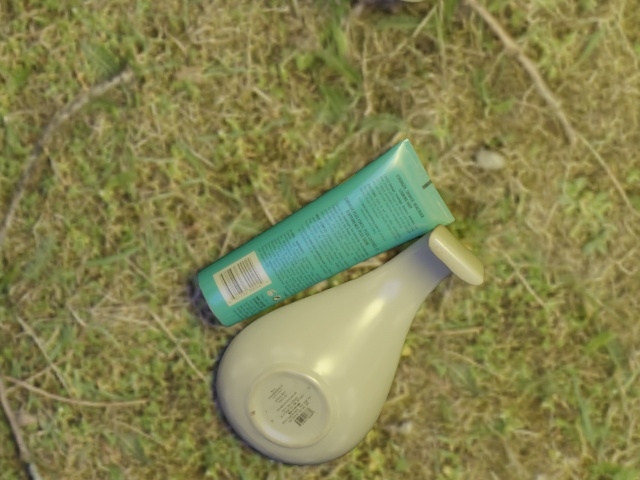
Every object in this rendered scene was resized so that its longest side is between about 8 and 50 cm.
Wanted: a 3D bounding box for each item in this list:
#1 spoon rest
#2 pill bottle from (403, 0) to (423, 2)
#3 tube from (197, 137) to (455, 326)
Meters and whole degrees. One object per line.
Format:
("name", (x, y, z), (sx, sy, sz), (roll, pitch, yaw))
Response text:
("spoon rest", (0.027, 0.082, 1.469), (0.137, 0.084, 0.276), (44, 118, -6))
("pill bottle", (0.055, -0.286, 1.372), (0.108, 0.108, 0.193), (17, 103, 8))
("tube", (0.000, 0.000, 1.468), (0.207, 0.052, 0.080), (-28, 113, 11))
